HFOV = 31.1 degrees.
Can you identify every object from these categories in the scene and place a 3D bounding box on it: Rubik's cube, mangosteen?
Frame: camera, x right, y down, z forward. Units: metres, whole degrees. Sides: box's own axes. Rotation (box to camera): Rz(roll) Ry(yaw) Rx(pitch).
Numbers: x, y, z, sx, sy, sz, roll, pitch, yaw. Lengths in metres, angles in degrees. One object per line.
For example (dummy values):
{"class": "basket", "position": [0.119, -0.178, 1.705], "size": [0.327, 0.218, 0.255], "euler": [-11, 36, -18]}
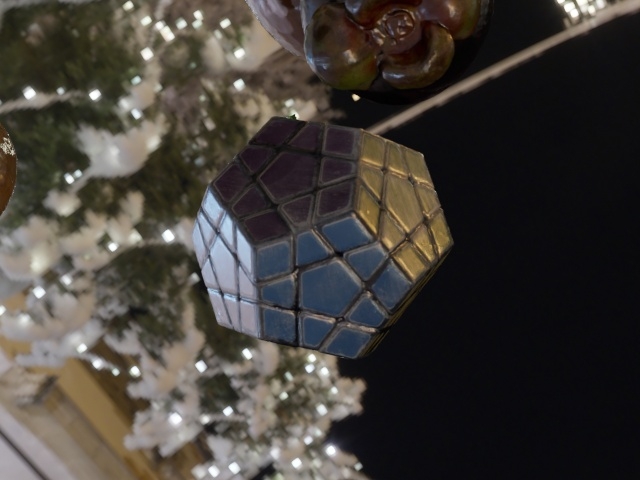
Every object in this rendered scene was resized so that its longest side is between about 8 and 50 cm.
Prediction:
{"class": "Rubik's cube", "position": [0.000, 0.000, 1.403], "size": [0.319, 0.319, 0.264], "euler": [-27, -155, 9]}
{"class": "mangosteen", "position": [0.075, -0.229, 1.126], "size": [0.210, 0.210, 0.210], "euler": [-24, -149, 15]}

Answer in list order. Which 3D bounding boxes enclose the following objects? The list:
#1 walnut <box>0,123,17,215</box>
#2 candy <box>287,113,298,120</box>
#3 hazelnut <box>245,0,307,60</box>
{"class": "walnut", "position": [-0.646, -0.107, 1.870], "size": [0.296, 0.285, 0.285], "euler": [-36, -150, 3]}
{"class": "candy", "position": [0.015, -0.108, 1.698], "size": [0.032, 0.178, 0.102], "euler": [-25, -132, 52]}
{"class": "hazelnut", "position": [0.035, -0.511, 2.003], "size": [0.402, 0.429, 0.402], "euler": [2, -171, 0]}
